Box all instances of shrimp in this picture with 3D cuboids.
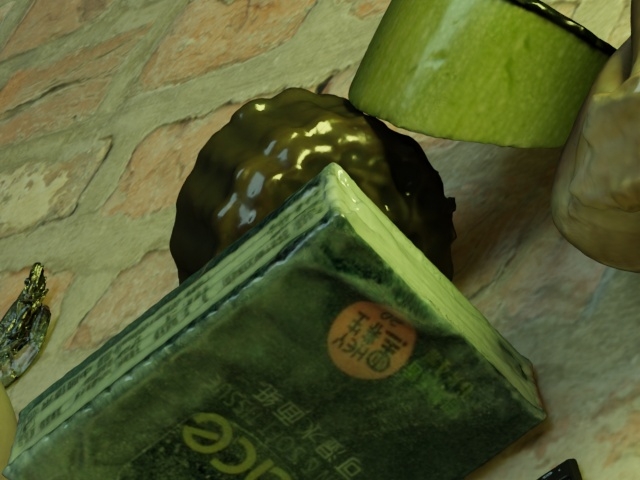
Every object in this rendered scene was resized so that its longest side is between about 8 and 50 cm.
[{"bbox_3d":[-0.327,0.098,1.849,0.091,0.034,0.161,-3,55,38],"label":"shrimp"}]

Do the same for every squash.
[{"bbox_3d":[0.146,-0.129,1.305,0.133,0.220,0.220,-68,26,7],"label":"squash"}]

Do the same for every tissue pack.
[{"bbox_3d":[-0.033,0.124,1.170,0.315,0.228,0.103,-38,23,18],"label":"tissue pack"}]

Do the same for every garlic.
[{"bbox_3d":[0.252,-0.134,1.110,0.231,0.245,0.340,-30,45,51],"label":"garlic"}]

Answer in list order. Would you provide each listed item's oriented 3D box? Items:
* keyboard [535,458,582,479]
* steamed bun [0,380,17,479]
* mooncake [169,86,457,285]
[{"bbox_3d":[0.094,0.218,1.101,0.202,0.011,0.067,-37,30,17],"label":"keyboard"},{"bbox_3d":[-0.419,0.233,1.525,0.309,0.309,0.309,-34,29,23],"label":"steamed bun"},{"bbox_3d":[0.000,0.000,1.300,0.228,0.228,0.124,-51,35,-9],"label":"mooncake"}]
